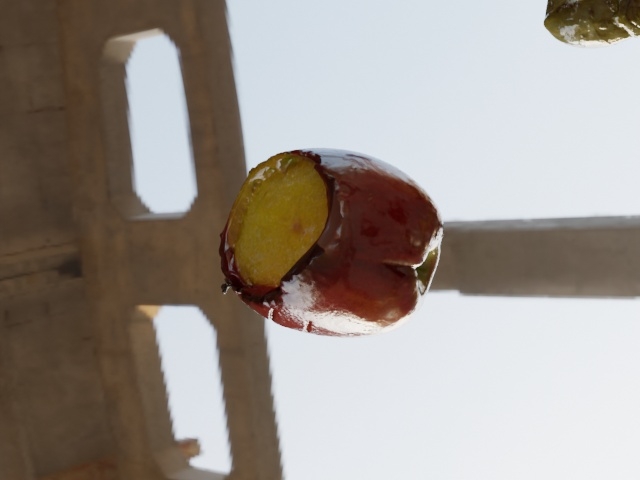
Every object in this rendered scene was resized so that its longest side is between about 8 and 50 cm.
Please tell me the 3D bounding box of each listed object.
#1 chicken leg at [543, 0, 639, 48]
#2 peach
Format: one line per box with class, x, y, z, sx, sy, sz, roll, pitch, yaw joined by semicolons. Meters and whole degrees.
chicken leg;0.354;-0.273;1.346;0.088;0.228;0.103;63;-155;-22
peach;0.000;0.000;1.205;0.196;0.226;0.189;-53;-27;-55
